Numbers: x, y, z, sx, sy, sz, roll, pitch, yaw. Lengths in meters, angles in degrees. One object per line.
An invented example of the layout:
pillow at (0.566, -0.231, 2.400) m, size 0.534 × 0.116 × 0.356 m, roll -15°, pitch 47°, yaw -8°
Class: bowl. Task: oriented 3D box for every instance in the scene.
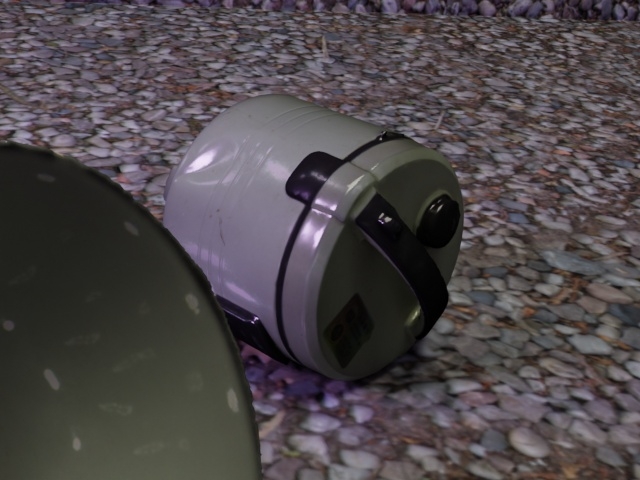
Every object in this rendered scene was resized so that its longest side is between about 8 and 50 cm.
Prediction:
bowl at (-0.185, 0.127, 0.582) m, size 0.157 × 0.337 × 0.337 m, roll -17°, pitch 14°, yaw 27°

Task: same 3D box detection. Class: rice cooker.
rice cooker at (0.000, 0.000, 0.942) m, size 0.244 × 0.226 × 0.226 m, roll 22°, pitch 29°, yaw 33°
